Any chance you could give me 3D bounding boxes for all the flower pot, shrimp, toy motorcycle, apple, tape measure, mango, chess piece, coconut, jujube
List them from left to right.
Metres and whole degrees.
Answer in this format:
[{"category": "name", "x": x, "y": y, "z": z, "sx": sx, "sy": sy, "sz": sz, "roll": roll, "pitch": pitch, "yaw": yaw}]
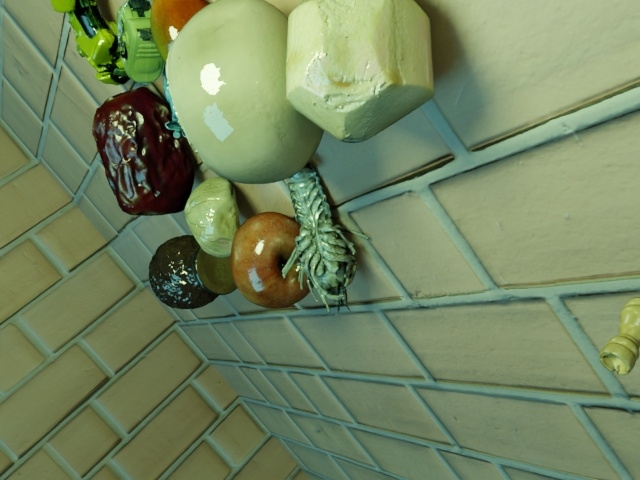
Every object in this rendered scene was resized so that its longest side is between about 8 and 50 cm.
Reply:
[{"category": "toy motorcycle", "x": -0.569, "y": -0.528, "z": 1.474, "sx": 0.206, "sy": 0.142, "sz": 0.342, "roll": 28, "pitch": 149, "yaw": 30}, {"category": "tape measure", "x": -0.413, "y": -0.464, "z": 1.351, "sx": 0.200, "sy": 0.106, "sz": 0.175, "roll": 124, "pitch": 130, "yaw": -60}, {"category": "jujube", "x": -0.498, "y": -0.235, "z": 1.644, "sx": 0.259, "sy": 0.258, "sz": 0.376, "roll": 15, "pitch": 134, "yaw": 45}, {"category": "toy motorcycle", "x": -0.319, "y": -0.345, "z": 1.379, "sx": 0.182, "sy": 0.124, "sz": 0.272, "roll": 63, "pitch": 159, "yaw": 1}, {"category": "flower pot", "x": -0.406, "y": 0.101, "z": 1.969, "sx": 0.267, "sy": 0.266, "sz": 0.266, "roll": -11, "pitch": 119, "yaw": 48}, {"category": "mango", "x": -0.241, "y": -0.382, "z": 1.208, "sx": 0.289, "sy": 0.146, "sz": 0.129, "roll": 53, "pitch": 165, "yaw": -25}, {"category": "apple", "x": -0.125, "y": 0.049, "z": 1.514, "sx": 0.254, "sy": 0.253, "sz": 0.253, "roll": 34, "pitch": 150, "yaw": 23}, {"category": "shrimp", "x": 0.001, "y": 0.002, "z": 1.359, "sx": 0.222, "sy": 0.166, "sz": 0.410, "roll": -13, "pitch": 100, "yaw": 13}, {"category": "coconut", "x": 0.055, "y": -0.255, "z": 0.854, "sx": 0.241, "sy": 0.241, "sz": 0.241, "roll": 34, "pitch": 150, "yaw": 23}, {"category": "chess piece", "x": 0.487, "y": 0.153, "z": 0.910, "sx": 0.066, "sy": 0.122, "sz": 0.066, "roll": 34, "pitch": 150, "yaw": 23}]

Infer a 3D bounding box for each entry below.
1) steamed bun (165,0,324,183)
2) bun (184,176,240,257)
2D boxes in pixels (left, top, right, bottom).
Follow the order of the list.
[{"category": "steamed bun", "x": -0.108, "y": -0.262, "z": 1.018, "sx": 0.207, "sy": 0.324, "sz": 0.324, "roll": -17, "pitch": 119, "yaw": 19}, {"category": "bun", "x": -0.301, "y": -0.069, "z": 1.622, "sx": 0.244, "sy": 0.153, "sz": 0.243, "roll": 174, "pitch": 90, "yaw": -79}]
